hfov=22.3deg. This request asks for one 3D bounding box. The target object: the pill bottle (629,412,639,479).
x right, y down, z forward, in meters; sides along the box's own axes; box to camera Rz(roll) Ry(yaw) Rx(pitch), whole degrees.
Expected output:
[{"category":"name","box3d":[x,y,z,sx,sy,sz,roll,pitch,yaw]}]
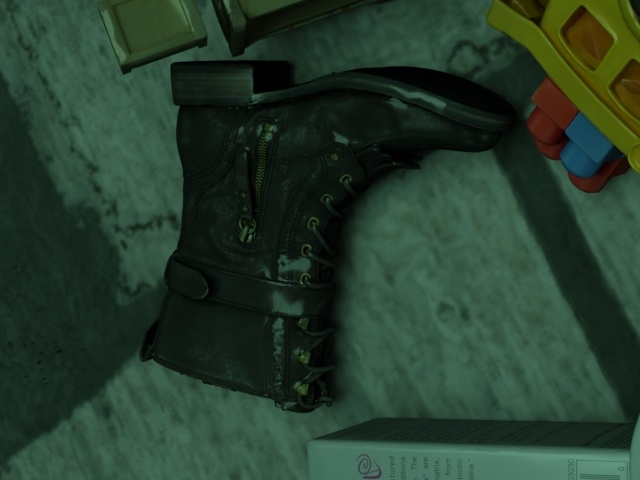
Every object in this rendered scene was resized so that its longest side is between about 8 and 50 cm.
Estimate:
[{"category":"pill bottle","box3d":[0.255,0.097,0.824,0.162,0.278,0.162,1,93,25]}]

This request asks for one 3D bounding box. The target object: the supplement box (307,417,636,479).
[{"category":"supplement box","box3d":[0.113,0.170,0.986,0.220,0.114,0.111,-1,92,24]}]

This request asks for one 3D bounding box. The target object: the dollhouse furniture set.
[{"category":"dollhouse furniture set","box3d":[-0.064,-0.203,1.016,0.182,0.101,0.161,-20,86,-5]}]

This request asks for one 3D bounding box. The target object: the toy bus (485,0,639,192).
[{"category":"toy bus","box3d":[0.174,-0.138,0.943,0.220,0.149,0.211,50,126,18]}]

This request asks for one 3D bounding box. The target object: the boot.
[{"category":"boot","box3d":[0.000,0.000,1.059,0.263,0.091,0.229,7,100,29]}]
